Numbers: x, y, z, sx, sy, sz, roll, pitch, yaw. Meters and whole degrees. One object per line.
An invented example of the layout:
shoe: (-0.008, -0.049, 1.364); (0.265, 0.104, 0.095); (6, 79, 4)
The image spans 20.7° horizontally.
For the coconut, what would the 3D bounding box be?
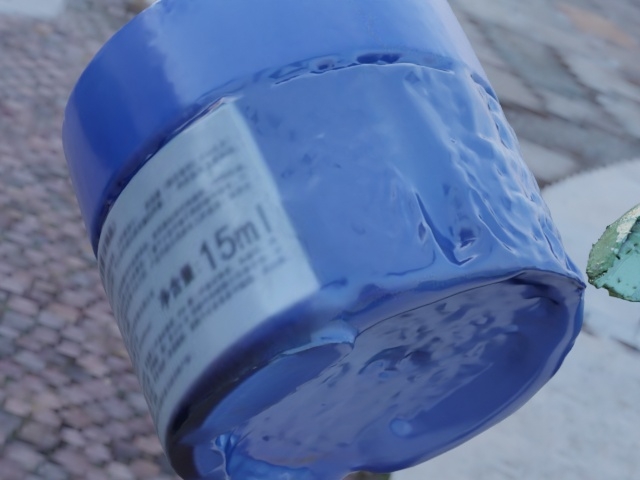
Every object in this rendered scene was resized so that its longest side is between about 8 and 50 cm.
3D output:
coconut: (0.298, 0.004, 1.624); (0.055, 0.133, 0.158); (41, -4, 30)

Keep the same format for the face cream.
face cream: (0.000, 0.000, 0.982); (0.249, 0.249, 0.225); (4, 53, -38)
